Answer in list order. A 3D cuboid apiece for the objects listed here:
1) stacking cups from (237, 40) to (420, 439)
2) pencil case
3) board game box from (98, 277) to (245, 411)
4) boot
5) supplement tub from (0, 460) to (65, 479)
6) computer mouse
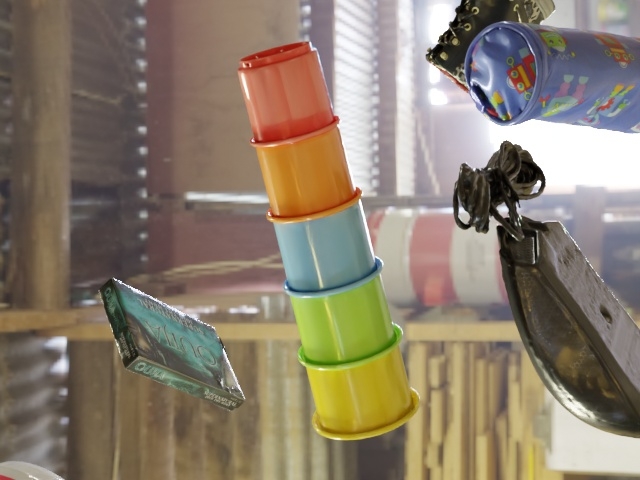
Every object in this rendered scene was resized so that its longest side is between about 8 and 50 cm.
[{"bbox_3d":[0.000,0.000,0.828,0.096,0.096,0.316,-50,-53,-68],"label":"stacking cups"},{"bbox_3d":[0.310,-0.192,1.233,0.306,0.133,0.119,-3,-126,-38],"label":"pencil case"},{"bbox_3d":[-0.174,0.126,1.209,0.186,0.026,0.126,33,-159,-47],"label":"board game box"},{"bbox_3d":[0.203,-0.323,1.402,0.236,0.178,0.085,35,-173,-37],"label":"boot"},{"bbox_3d":[-0.274,0.307,0.728,0.272,0.191,0.191,-37,-52,-44],"label":"supplement tub"},{"bbox_3d":[0.191,0.053,0.835,0.272,0.072,0.188,56,-153,3],"label":"computer mouse"}]
